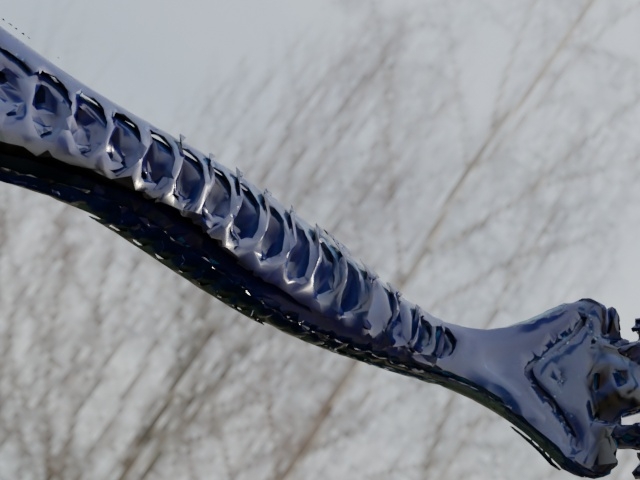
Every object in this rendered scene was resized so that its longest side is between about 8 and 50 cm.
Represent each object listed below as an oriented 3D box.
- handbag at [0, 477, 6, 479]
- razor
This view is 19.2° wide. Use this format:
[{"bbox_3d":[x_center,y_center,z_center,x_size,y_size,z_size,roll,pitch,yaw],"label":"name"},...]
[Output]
[{"bbox_3d":[-0.068,0.138,0.496,0.223,0.080,0.247,21,12,4],"label":"handbag"},{"bbox_3d":[-0.008,0.004,0.483,0.324,0.093,0.056,24,-31,-35],"label":"razor"}]
